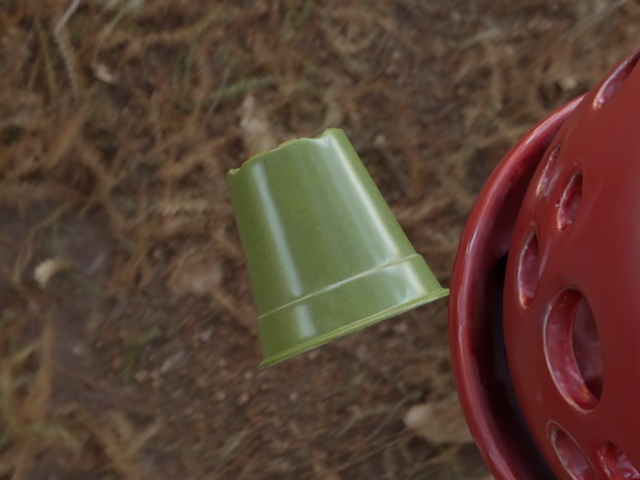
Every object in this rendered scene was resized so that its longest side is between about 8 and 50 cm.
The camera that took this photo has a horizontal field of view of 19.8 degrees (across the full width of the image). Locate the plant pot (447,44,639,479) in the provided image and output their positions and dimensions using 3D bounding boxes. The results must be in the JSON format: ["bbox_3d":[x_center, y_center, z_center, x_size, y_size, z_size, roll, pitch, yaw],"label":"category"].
[{"bbox_3d":[0.140,0.017,0.539,0.191,0.174,0.191,2,84,-19],"label":"plant pot"}]

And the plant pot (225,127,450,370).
[{"bbox_3d":[0.000,0.000,0.728,0.083,0.083,0.079,-20,86,-19],"label":"plant pot"}]
